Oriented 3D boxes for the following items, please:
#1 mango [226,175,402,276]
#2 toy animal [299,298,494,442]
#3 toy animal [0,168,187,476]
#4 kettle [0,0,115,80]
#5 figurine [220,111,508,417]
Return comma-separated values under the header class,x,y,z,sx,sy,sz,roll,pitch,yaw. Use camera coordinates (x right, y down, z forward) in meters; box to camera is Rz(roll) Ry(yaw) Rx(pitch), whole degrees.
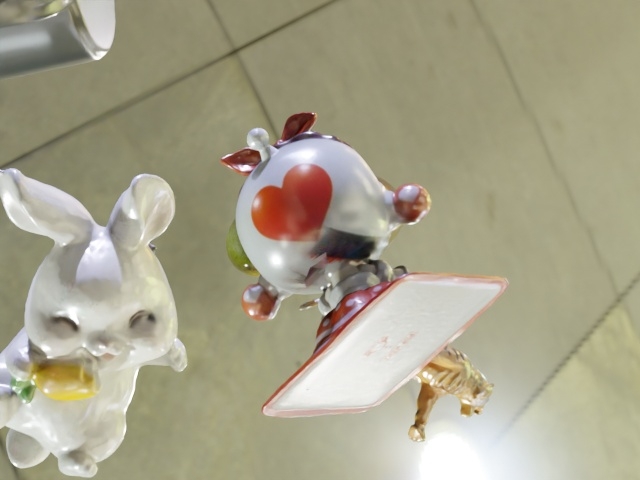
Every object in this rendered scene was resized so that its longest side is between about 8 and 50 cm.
class,x,y,z,sx,sy,sz,roll,pitch,yaw
mango,0.003,-0.022,1.808,0.267,0.133,0.111,-18,122,-45
toy animal,0.081,0.122,1.899,0.255,0.114,0.116,34,47,25
toy animal,-0.237,0.076,1.584,0.154,0.208,0.325,-84,175,-69
kettle,-0.343,-0.219,1.312,0.262,0.308,0.203,44,38,-80
figurine,0.000,0.000,1.316,0.160,0.183,0.226,5,47,-53
